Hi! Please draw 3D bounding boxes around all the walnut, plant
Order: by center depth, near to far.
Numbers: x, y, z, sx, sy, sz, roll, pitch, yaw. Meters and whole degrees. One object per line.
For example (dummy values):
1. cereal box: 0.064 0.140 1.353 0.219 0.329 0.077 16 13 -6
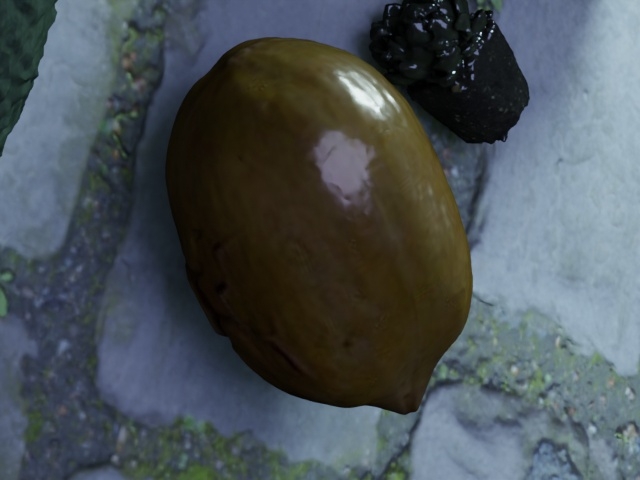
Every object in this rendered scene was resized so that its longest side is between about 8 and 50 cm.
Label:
1. walnut: 0.000 0.000 1.242 0.203 0.203 0.297 -32 106 -34
2. plant: 0.105 -0.142 1.399 0.143 0.094 0.092 43 72 -29

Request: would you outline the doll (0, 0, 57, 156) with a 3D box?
1. doll: -0.290 -0.105 1.033 0.247 0.247 0.349 16 90 -33
